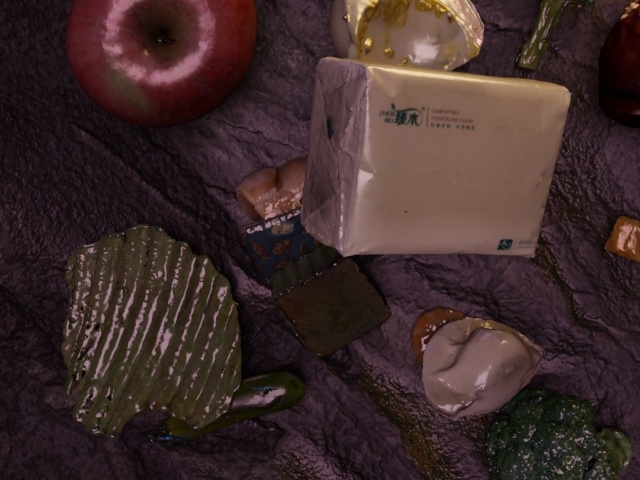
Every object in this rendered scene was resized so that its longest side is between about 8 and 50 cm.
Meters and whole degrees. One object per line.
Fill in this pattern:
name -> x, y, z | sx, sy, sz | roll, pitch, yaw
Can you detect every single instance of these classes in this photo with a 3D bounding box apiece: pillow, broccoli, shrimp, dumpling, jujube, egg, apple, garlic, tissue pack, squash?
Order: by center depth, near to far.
jujube -> 0.620, -0.330, 1.253 | 0.258, 0.258, 0.377 | 39, 104, 4
tissue pack -> 0.178, -0.129, 1.261 | 0.380, 0.207, 0.297 | -1, 106, -24
broccoli -> 0.417, 0.371, 1.351 | 0.270, 0.270, 0.270 | -1, 96, -27
broccoli -> 0.400, -0.394, 1.354 | 0.118, 0.122, 0.204 | 27, 113, 20
egg -> 0.121, -0.368, 1.360 | 0.270, 0.162, 0.207 | -9, 75, -26
dumpling -> 0.277, 0.209, 1.375 | 0.247, 0.142, 0.172 | -23, 56, -28
apple -> -0.275, -0.366, 1.376 | 0.344, 0.269, 0.345 | -2, 109, -6
pillow -> 0.002, 0.000, 1.415 | 0.255, 0.034, 0.189 | -24, 127, 5
garlic -> -0.069, -0.088, 1.449 | 0.174, 0.099, 0.124 | -24, 79, 8
shrimp -> 0.261, 0.232, 1.451 | 0.133, 0.053, 0.236 | -30, 86, -12
squash -> -0.185, 0.320, 1.501 | 0.331, 0.087, 0.087 | -21, 91, 11

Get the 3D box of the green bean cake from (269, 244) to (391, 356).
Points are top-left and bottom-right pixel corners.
green bean cake -> 0.015, 0.101, 1.417 | 0.173, 0.094, 0.181 | -30, 125, 11

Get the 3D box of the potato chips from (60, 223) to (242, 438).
potato chips -> -0.338, 0.168, 1.483 | 0.373, 0.097, 0.390 | -8, 81, 9

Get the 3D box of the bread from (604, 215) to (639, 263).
bread -> 0.572, 0.007, 1.374 | 0.132, 0.053, 0.074 | 24, 98, 4
